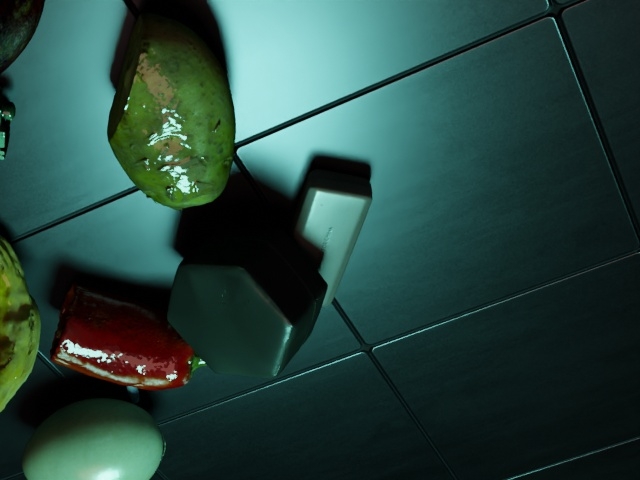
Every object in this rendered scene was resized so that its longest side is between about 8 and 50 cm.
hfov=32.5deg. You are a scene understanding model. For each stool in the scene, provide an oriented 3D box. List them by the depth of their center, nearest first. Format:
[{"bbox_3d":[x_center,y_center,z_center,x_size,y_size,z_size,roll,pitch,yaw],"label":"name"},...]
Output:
[{"bbox_3d":[-0.113,0.091,1.681,0.232,0.141,0.232,15,127,21],"label":"stool"}]

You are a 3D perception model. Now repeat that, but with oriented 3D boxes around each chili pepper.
[{"bbox_3d":[-0.262,0.180,1.791,0.338,0.134,0.131,15,127,-15],"label":"chili pepper"}]

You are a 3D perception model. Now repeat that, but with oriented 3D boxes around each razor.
[{"bbox_3d":[-0.332,0.248,1.914,0.040,0.068,0.135,0,144,-2],"label":"razor"}]

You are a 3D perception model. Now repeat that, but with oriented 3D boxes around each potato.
[{"bbox_3d":[-0.204,-0.172,1.480,0.176,0.141,0.298,-14,126,-10],"label":"potato"}]

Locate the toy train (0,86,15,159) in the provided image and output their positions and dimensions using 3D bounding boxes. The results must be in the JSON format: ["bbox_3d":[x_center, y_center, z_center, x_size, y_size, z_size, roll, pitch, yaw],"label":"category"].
[{"bbox_3d":[-0.506,-0.172,1.500,0.171,0.071,0.111,8,138,-11],"label":"toy train"}]

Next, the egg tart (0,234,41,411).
[{"bbox_3d":[-0.616,0.127,1.630,0.388,0.387,0.169,23,164,-24],"label":"egg tart"}]

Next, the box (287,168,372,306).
[{"bbox_3d":[0.000,0.000,1.707,0.103,0.055,0.243,9,130,-13],"label":"box"}]

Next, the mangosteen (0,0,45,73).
[{"bbox_3d":[-0.476,-0.320,1.217,0.306,0.306,0.359,-18,121,11],"label":"mangosteen"}]

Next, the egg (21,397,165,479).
[{"bbox_3d":[-0.399,0.371,1.923,0.253,0.186,0.186,-10,132,1],"label":"egg"}]
